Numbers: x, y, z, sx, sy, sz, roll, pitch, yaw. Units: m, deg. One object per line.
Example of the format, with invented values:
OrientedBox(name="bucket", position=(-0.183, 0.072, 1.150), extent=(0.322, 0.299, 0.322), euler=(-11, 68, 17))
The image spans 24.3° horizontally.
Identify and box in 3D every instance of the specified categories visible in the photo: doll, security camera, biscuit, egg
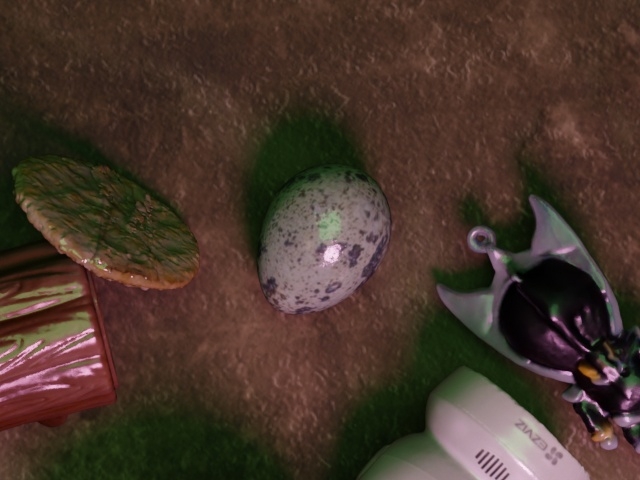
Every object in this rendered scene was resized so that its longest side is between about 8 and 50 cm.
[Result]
OrientedBox(name="doll", position=(0.274, 0.097, 1.571), extent=(0.316, 0.103, 0.145), euler=(47, 126, 12))
OrientedBox(name="security camera", position=(0.135, 0.269, 1.504), extent=(0.194, 0.194, 0.236), euler=(41, 83, 2))
OrientedBox(name="biscuit", position=(-0.217, -0.022, 1.514), extent=(0.220, 0.220, 0.033), euler=(34, 111, 1))
OrientedBox(name="egg", position=(0.000, 0.000, 1.559), extent=(0.132, 0.132, 0.172), euler=(34, 93, 1))

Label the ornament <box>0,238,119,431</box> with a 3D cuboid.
OrientedBox(name="ornament", position=(-0.325, 0.107, 1.494), extent=(0.218, 0.235, 0.221), euler=(-14, 108, -9))
